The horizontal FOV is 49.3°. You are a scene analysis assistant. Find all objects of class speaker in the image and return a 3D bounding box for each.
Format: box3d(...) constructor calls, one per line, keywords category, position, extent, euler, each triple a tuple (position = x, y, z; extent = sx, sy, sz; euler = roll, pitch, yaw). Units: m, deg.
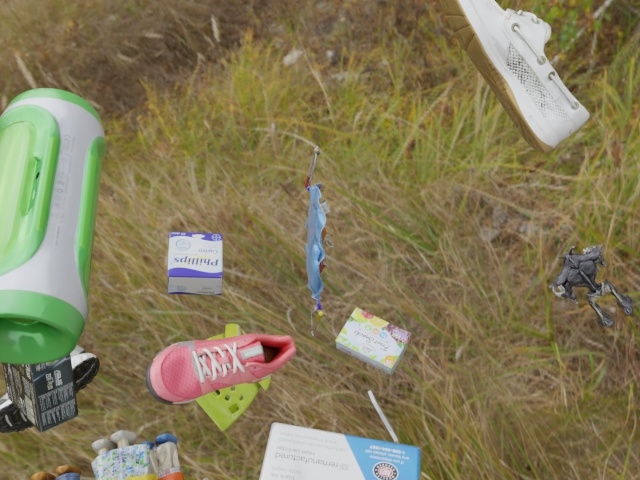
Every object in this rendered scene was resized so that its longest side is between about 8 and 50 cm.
box3d(category="speaker", position=(-0.304, -0.024, 0.753), extent=(0.131, 0.131, 0.297), euler=(-16, 54, 13))

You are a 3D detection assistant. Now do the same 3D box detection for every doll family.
box3d(category="doll family", position=(-0.253, 0.316, 0.756), extent=(0.263, 0.118, 0.163), euler=(-26, 53, -2))

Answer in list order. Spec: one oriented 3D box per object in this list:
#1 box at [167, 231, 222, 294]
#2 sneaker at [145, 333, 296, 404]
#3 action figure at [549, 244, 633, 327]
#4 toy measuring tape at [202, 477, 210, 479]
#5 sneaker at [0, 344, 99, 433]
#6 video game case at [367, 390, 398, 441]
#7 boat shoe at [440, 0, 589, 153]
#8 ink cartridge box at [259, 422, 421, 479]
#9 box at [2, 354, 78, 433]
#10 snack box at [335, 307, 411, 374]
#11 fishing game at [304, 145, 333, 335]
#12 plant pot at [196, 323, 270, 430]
box3d(category="box", position=(-0.292, 0.053, 1.627), extent=(0.126, 0.072, 0.137), euler=(2, 49, -12))
box3d(category="sneaker", position=(-0.176, 0.218, 1.298), extent=(0.136, 0.313, 0.116), euler=(-29, 74, 41))
box3d(category="action figure", position=(0.673, 0.100, 1.774), extent=(0.164, 0.275, 0.141), euler=(-42, 23, 7))
box3d(category="toy measuring tape", position=(-0.191, 0.693, 1.579), extent=(0.121, 0.121, 0.330), euler=(-33, 48, 0))
box3d(category="sneaker", position=(-0.641, 0.333, 1.583), extent=(0.108, 0.100, 0.271), euler=(31, 48, 30))
box3d(category="video game case", position=(0.161, 0.455, 1.808), extent=(0.011, 0.122, 0.087), euler=(-29, 7, 0))
box3d(category="boat shoe", position=(0.247, -0.248, 0.891), extent=(0.096, 0.277, 0.098), euler=(-34, 13, 8))
box3d(category="ink cartridge box", position=(0.014, 0.543, 1.192), extent=(0.285, 0.166, 0.395), euler=(9, 45, 3))
box3d(category="box", position=(-0.537, 0.243, 1.318), extent=(0.077, 0.180, 0.147), euler=(-21, 32, -41))
box3d(category="snack box", position=(0.118, 0.222, 1.547), extent=(0.141, 0.037, 0.100), euler=(23, 59, 20))
box3d(category="fishing game", position=(0.000, 0.000, 1.067), extent=(0.041, 0.189, 0.264), euler=(0, 69, -7))
box3d(category="plant pot", position=(-0.277, 0.390, 2.089), extent=(0.207, 0.227, 0.228), euler=(-38, 10, -2))
